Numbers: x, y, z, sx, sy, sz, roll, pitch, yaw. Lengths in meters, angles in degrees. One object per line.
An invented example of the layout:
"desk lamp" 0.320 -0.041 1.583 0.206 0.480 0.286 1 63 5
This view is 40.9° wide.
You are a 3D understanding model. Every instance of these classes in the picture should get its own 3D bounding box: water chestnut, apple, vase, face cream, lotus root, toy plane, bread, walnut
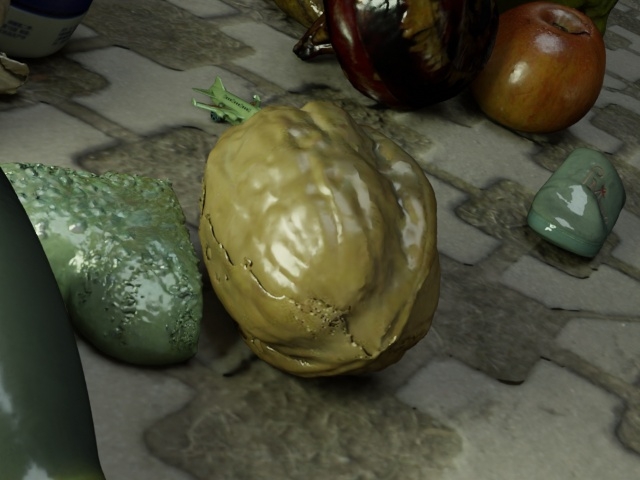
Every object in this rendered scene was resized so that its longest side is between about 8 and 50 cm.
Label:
"water chestnut" 0.092 -0.312 1.170 0.300 0.300 0.300 18 33 -12
"apple" 0.333 -0.268 1.312 0.210 0.173 0.235 26 33 2
"vase" -0.185 0.100 0.462 0.173 0.173 0.321 -15 56 -46
"face cream" -0.348 -0.293 0.919 0.206 0.111 0.206 33 29 -21
"lotus root" -0.006 -0.370 1.312 0.108 0.094 0.190 -30 60 -12
"toy plane" -0.095 -0.147 0.973 0.102 0.040 0.111 -18 53 -45
"bread" -0.168 0.001 0.692 0.232 0.064 0.172 34 35 11
"walnut" 0.000 0.000 0.693 0.198 0.198 0.245 4 43 -30

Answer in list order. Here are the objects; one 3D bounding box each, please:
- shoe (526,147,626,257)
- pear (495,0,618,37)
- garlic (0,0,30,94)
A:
"shoe" 0.340 -0.062 1.092 0.103 0.100 0.251 33 31 11
"pear" 0.357 -0.515 1.525 0.352 0.352 0.413 -9 57 -41
"garlic" -0.359 -0.201 0.761 0.245 0.245 0.253 45 2 28
